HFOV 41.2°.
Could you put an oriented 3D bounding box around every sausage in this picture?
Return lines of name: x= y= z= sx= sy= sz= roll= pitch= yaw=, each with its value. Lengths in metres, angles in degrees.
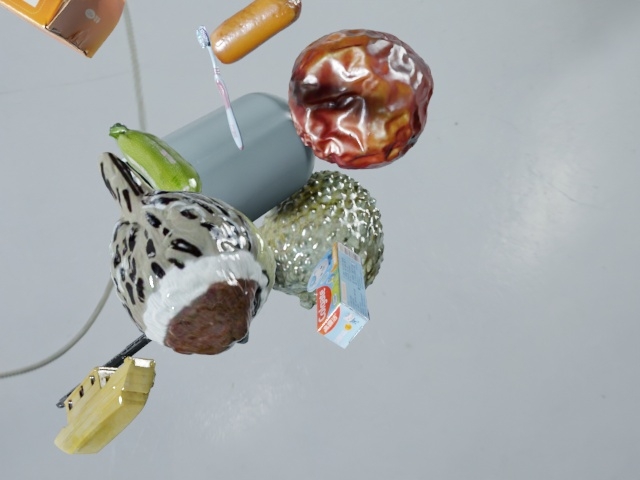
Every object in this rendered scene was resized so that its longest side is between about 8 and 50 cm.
sausage: x=-0.123 y=-0.405 z=1.601 sx=0.197 sy=0.076 sz=0.076 roll=-30 pitch=100 yaw=17

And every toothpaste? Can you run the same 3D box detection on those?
toothpaste: x=0.020 y=0.073 z=1.091 sx=0.044 sy=0.193 sz=0.070 roll=34 pitch=108 yaw=-13

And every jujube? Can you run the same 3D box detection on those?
jujube: x=0.075 y=-0.229 z=1.306 sx=0.216 sy=0.342 sz=0.216 roll=4 pitch=109 yaw=12

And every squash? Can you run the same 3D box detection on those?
squash: x=-0.183 y=-0.086 z=0.952 sx=0.052 sy=0.183 sz=0.052 roll=-20 pitch=127 yaw=-29

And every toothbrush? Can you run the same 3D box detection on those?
toothbrush: x=-0.142 y=-0.215 z=1.225 sx=0.013 sy=0.019 sz=0.193 roll=1 pitch=125 yaw=28

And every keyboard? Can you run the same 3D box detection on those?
keyboard: x=-0.318 y=0.185 z=1.398 sx=0.262 sy=0.106 sz=0.016 roll=-40 pitch=96 yaw=-34

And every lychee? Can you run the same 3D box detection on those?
lychee: x=0.000 y=0.000 z=1.673 sx=0.255 sy=0.255 sz=0.275 roll=5 pitch=84 yaw=-6

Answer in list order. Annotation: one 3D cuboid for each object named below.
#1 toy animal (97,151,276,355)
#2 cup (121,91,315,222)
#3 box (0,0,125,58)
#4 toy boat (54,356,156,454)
toy animal: x=-0.087 y=0.009 z=0.507 sx=0.098 sy=0.098 sz=0.137 roll=-41 pitch=111 yaw=2
cup: x=-0.167 y=-0.118 z=1.467 sx=0.312 sy=0.205 sz=0.206 roll=-36 pitch=102 yaw=-32
box: x=-0.558 y=-0.496 z=1.573 sx=0.341 sy=0.225 sz=0.144 roll=30 pitch=91 yaw=6
toy boat: x=-0.271 y=0.203 z=1.070 sx=0.057 sy=0.077 sz=0.200 roll=13 pitch=136 yaw=-40
